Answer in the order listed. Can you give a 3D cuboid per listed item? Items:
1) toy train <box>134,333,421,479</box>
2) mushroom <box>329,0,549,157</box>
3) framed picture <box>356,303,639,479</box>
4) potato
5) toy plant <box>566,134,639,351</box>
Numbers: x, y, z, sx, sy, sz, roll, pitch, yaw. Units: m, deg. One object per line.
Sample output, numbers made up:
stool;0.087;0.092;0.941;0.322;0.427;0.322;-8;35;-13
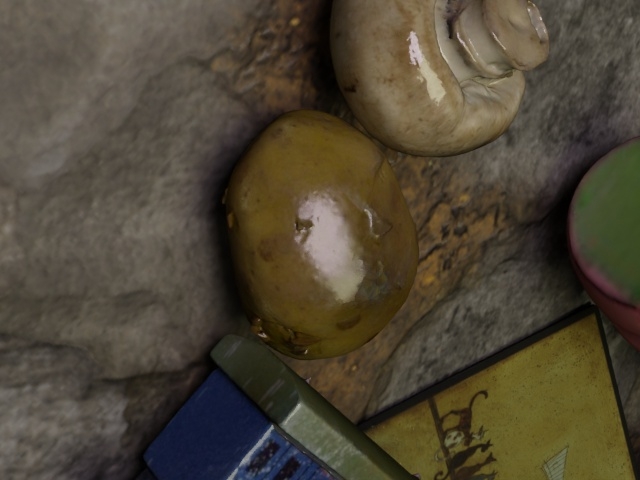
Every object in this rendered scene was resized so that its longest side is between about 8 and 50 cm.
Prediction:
toy train;-0.026;0.221;0.741;0.202;0.131;0.299;-50;128;-8
mushroom;0.082;-0.140;0.676;0.166;0.127;0.166;18;65;-45
framed picture;0.189;0.236;0.961;0.339;0.014;0.255;-20;100;-33
potato;0.000;0.000;0.681;0.137;0.137;0.176;-26;119;-29
toy plant;0.381;0.056;0.950;0.356;0.211;0.317;37;43;-54
